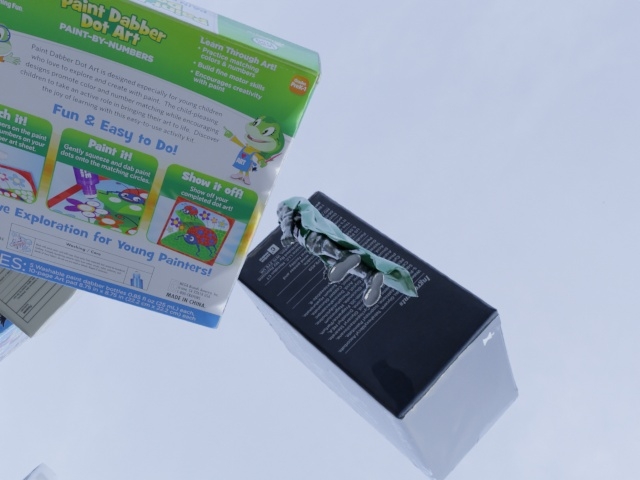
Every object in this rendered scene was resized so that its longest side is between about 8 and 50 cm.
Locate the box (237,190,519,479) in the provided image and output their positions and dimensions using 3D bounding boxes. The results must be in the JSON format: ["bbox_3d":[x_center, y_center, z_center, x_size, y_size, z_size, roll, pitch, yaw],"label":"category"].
[{"bbox_3d":[0.092,0.153,1.185,0.212,0.293,0.395,-44,-129,-13],"label":"box"}]

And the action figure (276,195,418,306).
[{"bbox_3d":[0.000,0.000,0.801,0.137,0.232,0.063,38,-89,-26],"label":"action figure"}]

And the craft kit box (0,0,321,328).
[{"bbox_3d":[-0.159,-0.070,0.556,0.250,0.061,0.246,19,-58,-12],"label":"craft kit box"}]

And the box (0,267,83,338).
[{"bbox_3d":[-0.437,0.007,1.038,0.232,0.127,0.148,43,-99,-6],"label":"box"}]

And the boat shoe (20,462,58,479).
[{"bbox_3d":[-0.240,0.266,0.545,0.095,0.258,0.084,-44,-79,9],"label":"boat shoe"}]

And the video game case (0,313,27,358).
[{"bbox_3d":[-0.579,0.173,1.271,0.061,0.269,0.244,46,-46,-3],"label":"video game case"}]
